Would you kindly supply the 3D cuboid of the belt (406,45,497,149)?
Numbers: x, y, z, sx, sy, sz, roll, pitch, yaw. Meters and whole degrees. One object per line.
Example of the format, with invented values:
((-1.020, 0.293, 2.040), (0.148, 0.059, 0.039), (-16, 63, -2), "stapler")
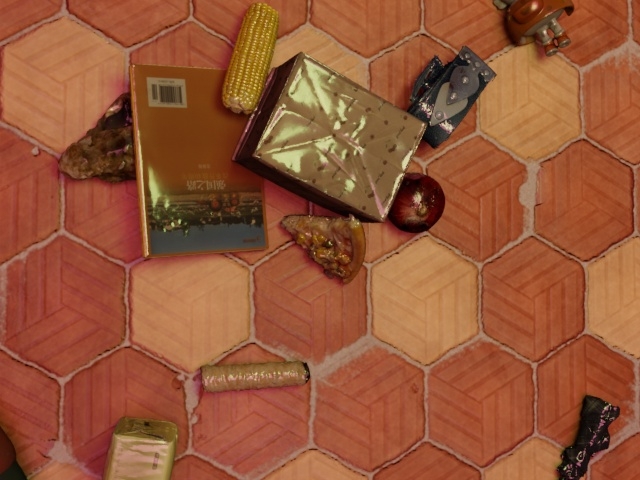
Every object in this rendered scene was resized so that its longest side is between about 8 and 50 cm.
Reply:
((0.252, -0.301, 1.502), (0.128, 0.122, 0.218), (40, 61, -7), "belt")

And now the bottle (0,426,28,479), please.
((-0.666, 0.370, 1.324), (0.144, 0.144, 0.336), (-33, 95, -9), "bottle")

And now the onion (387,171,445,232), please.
((0.197, -0.079, 1.501), (0.131, 0.131, 0.131), (0, 88, -10), "onion")

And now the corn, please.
((-0.138, -0.364, 1.442), (0.081, 0.081, 0.248), (16, 67, -9), "corn")

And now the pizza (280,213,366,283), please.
((0.000, 0.000, 1.464), (0.195, 0.185, 0.052), (25, 45, 18), "pizza")

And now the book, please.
((-0.236, -0.158, 1.427), (0.263, 0.028, 0.373), (-3, 88, -32), "book")

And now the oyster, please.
((-0.379, -0.226, 1.424), (0.166, 0.094, 0.294), (28, 78, 1), "oyster")

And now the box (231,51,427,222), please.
((0.014, -0.194, 1.414), (0.297, 0.190, 0.225), (25, 84, -16), "box")

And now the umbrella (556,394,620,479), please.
((0.582, 0.453, 1.576), (0.071, 0.080, 0.224), (29, 86, -42), "umbrella")

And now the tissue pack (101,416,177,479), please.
((-0.351, 0.466, 1.364), (0.125, 0.159, 0.234), (11, 86, -9), "tissue pack")

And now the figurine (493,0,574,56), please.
((0.455, -0.526, 1.565), (0.144, 0.143, 0.271), (-13, 66, -10), "figurine")

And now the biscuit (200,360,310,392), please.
((-0.132, 0.274, 1.462), (0.219, 0.055, 0.061), (-3, 53, -11), "biscuit")
